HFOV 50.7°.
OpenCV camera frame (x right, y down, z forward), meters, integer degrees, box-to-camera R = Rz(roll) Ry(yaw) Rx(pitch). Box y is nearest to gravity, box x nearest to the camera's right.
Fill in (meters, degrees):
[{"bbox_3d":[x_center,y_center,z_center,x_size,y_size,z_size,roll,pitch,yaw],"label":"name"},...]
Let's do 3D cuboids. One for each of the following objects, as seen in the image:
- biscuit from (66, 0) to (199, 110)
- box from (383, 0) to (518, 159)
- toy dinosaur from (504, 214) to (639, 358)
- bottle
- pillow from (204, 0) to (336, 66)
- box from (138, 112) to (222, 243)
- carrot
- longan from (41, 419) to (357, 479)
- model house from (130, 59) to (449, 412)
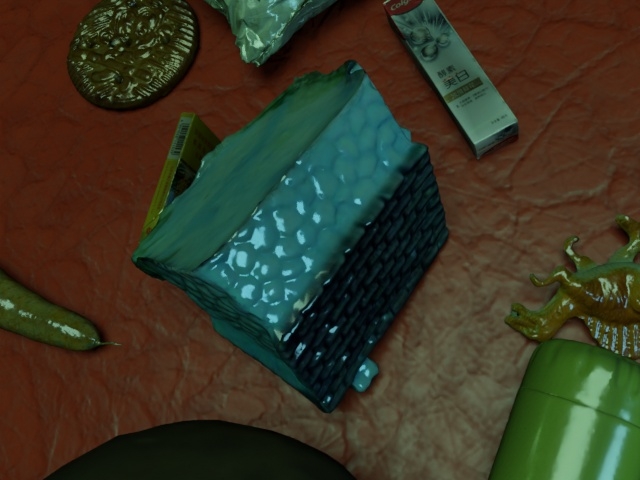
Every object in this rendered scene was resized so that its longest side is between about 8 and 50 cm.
[{"bbox_3d":[-0.247,-0.256,0.885,0.187,0.027,0.188,-5,69,13],"label":"biscuit"},{"bbox_3d":[0.142,-0.192,0.749,0.055,0.039,0.218,-29,66,5],"label":"box"},{"bbox_3d":[0.292,0.054,0.614,0.212,0.057,0.142,21,89,22],"label":"toy dinosaur"},{"bbox_3d":[0.191,0.217,0.550,0.112,0.112,0.260,19,77,20],"label":"bottle"},{"bbox_3d":[-0.038,-0.391,0.820,0.310,0.138,0.283,-35,74,3],"label":"pillow"},{"bbox_3d":[-0.150,-0.054,0.753,0.023,0.087,0.155,9,74,19],"label":"box"},{"bbox_3d":[-0.356,0.072,0.778,0.298,0.078,0.078,22,78,17],"label":"carrot"},{"bbox_3d":[-0.084,0.329,0.468,0.404,0.336,0.405,11,59,-19],"label":"longan"},{"bbox_3d":[0.000,0.000,0.666,0.261,0.241,0.226,-52,23,-19],"label":"model house"}]
